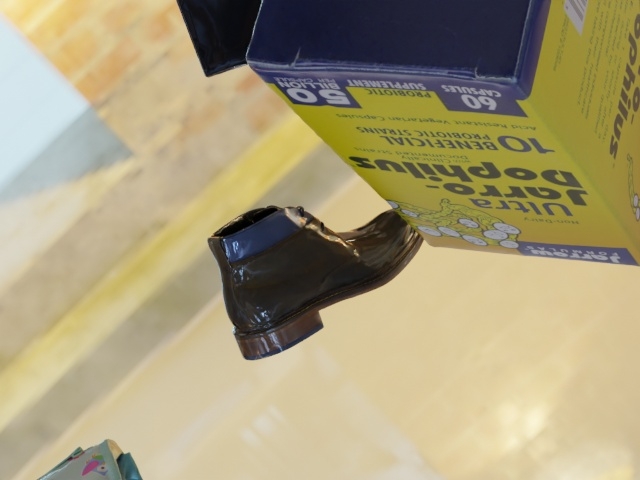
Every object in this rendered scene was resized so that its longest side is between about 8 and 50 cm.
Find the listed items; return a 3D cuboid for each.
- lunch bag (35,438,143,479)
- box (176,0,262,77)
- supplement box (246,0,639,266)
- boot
[{"bbox_3d":[-0.235,0.334,1.841,0.223,0.160,0.262,-33,-128,2],"label":"lunch bag"},{"bbox_3d":[-0.098,-0.323,2.052,0.103,0.261,0.184,-17,-166,15],"label":"box"},{"bbox_3d":[0.123,-0.133,1.423,0.194,0.356,0.195,6,-107,26],"label":"supplement box"},{"bbox_3d":[0.000,0.000,1.635,0.082,0.106,0.219,-3,-154,48],"label":"boot"}]
